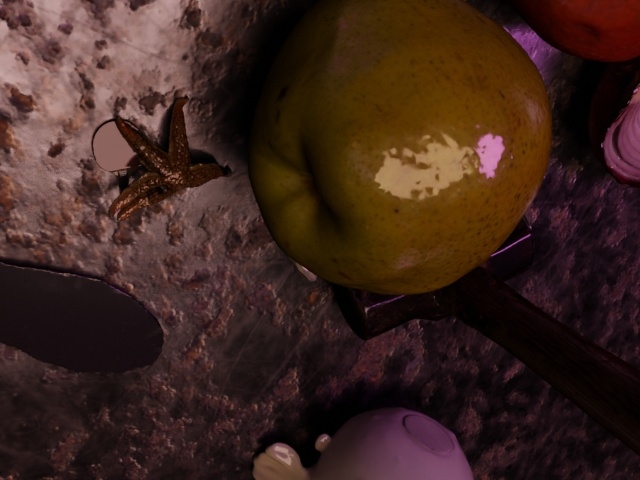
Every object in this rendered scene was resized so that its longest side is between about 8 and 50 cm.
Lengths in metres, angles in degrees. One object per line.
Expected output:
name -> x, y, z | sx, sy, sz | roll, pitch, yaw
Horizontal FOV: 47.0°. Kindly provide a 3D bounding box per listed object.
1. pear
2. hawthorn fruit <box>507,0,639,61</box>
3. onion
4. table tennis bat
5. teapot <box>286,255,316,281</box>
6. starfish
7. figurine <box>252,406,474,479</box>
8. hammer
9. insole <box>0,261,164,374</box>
pear -> 0.075, -0.093, 0.680 | 0.294, 0.294, 0.294 | -11, 119, -20
hawthorn fruit -> 0.248, -0.300, 0.703 | 0.299, 0.211, 0.211 | 22, 104, -22
onion -> 0.454, -0.165, 0.900 | 0.283, 0.120, 0.227 | 21, 122, -25
table tennis bat -> -0.193, -0.077, 0.713 | 0.050, 0.007, 0.083 | -11, 117, -21
teapot -> 0.000, 0.000, 0.821 | 0.083, 0.057, 0.067 | -45, 162, -3
starfish -> -0.137, -0.072, 0.717 | 0.130, 0.041, 0.133 | 5, 109, -33
figurine -> 0.014, 0.380, 0.961 | 0.274, 0.226, 0.394 | 31, 108, 0
hammer -> 0.205, 0.096, 0.755 | 0.242, 0.409, 0.095 | -25, 124, -17
insole -> -0.297, 0.071, 0.735 | 0.309, 0.012, 0.110 | 18, 107, -31
